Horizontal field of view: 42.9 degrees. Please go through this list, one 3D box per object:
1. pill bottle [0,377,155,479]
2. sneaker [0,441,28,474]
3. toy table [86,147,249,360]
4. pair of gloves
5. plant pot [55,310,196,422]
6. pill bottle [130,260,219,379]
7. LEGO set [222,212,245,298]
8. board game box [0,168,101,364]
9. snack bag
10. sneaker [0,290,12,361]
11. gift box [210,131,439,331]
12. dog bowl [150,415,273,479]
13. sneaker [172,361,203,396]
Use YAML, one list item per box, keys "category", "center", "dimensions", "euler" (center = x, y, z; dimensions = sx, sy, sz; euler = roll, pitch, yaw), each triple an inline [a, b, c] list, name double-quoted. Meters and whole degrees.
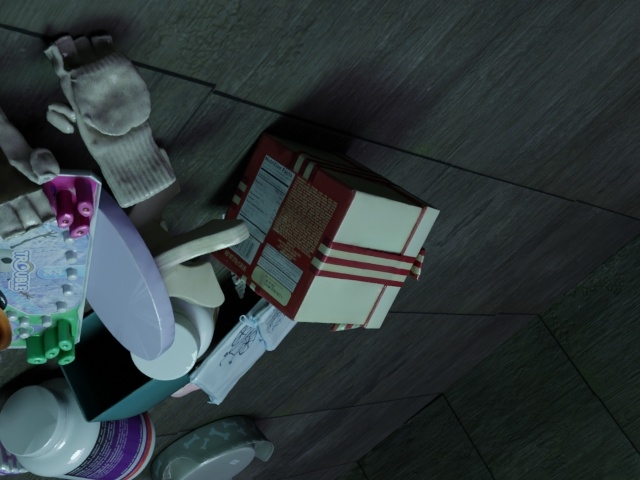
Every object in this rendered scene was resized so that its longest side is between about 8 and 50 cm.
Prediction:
- category: "pill bottle"
  center: [-0.464, 0.368, 1.566]
  dimensions: [0.182, 0.181, 0.323]
  euler: [-33, 154, 3]
- category: "sneaker"
  center: [-0.661, 0.417, 1.553]
  dimensions: [0.104, 0.095, 0.236]
  euler: [-40, 147, 26]
- category: "toy table"
  center: [-0.238, 0.011, 1.137]
  dimensions: [0.161, 0.252, 0.274]
  euler: [-38, 130, -40]
- category: "pair of gloves"
  center: [-0.297, -0.119, 0.900]
  dimensions: [0.240, 0.204, 0.042]
  euler: [-20, -177, -22]
- category: "plant pot"
  center: [-0.334, 0.225, 1.489]
  dimensions: [0.166, 0.165, 0.234]
  euler: [-34, 160, 5]
- category: "pill bottle"
  center: [-0.236, 0.130, 1.329]
  dimensions: [0.131, 0.131, 0.229]
  euler: [-37, -165, 11]
- category: "LEGO set"
  center: [-0.080, 0.007, 1.490]
  dimensions: [0.183, 0.060, 0.244]
  euler: [-23, 149, -17]
- category: "board game box"
  center: [-0.490, 0.051, 1.017]
  dimensions: [0.390, 0.050, 0.390]
  euler: [1, 142, -21]
- category: "snack bag"
  center: [-0.116, 0.183, 1.616]
  dimensions: [0.342, 0.037, 0.323]
  euler: [-47, 167, -13]
- category: "sneaker"
  center: [-0.474, 0.153, 1.011]
  dimensions: [0.180, 0.124, 0.321]
  euler: [-4, 144, -14]
- category: "gift box"
  center: [0.000, 0.000, 1.316]
  dimensions: [0.258, 0.255, 0.276]
  euler: [8, 116, -50]
- category: "dog bowl"
  center: [-0.305, 0.605, 2.231]
  dimensions: [0.349, 0.102, 0.348]
  euler: [-25, 154, -14]
- category: "sneaker"
  center: [-0.284, 0.302, 1.788]
  dimensions: [0.134, 0.051, 0.070]
  euler: [-30, 159, 6]
